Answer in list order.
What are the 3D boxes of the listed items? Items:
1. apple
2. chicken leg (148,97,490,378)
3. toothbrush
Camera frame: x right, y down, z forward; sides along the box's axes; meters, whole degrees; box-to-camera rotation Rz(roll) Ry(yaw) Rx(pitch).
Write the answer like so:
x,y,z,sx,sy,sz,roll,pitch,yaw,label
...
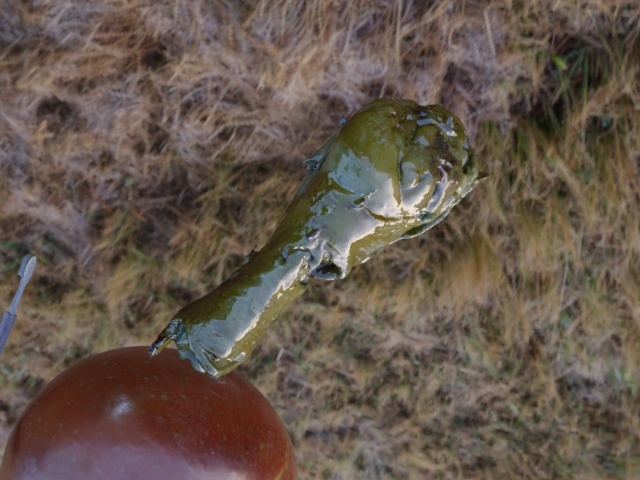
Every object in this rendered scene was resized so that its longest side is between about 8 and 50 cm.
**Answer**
x,y,z,sx,sy,sz,roll,pitch,yaw,label
-0.204,0.293,1.188,0.277,0.348,0.348,30,141,39,apple
0.000,0.000,1.057,0.153,0.429,0.201,43,168,19,chicken leg
-0.388,0.108,1.207,0.017,0.194,0.014,18,178,35,toothbrush
